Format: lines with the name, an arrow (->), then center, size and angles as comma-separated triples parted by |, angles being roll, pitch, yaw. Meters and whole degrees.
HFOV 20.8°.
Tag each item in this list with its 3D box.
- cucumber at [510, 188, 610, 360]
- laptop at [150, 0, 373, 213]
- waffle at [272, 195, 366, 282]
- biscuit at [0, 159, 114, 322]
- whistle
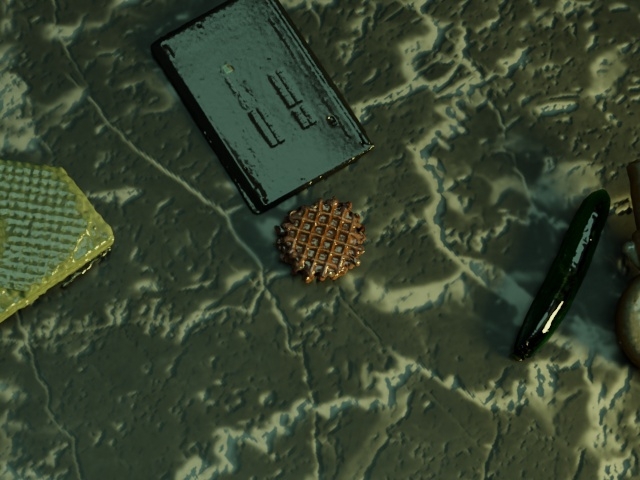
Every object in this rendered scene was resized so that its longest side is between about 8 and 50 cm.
cucumber -> 0.226, 0.033, 1.607 | 0.036, 0.033, 0.184 | 34, 71, -20
laptop -> -0.056, -0.135, 1.623 | 0.135, 0.016, 0.197 | -31, 80, -15
waffle -> 0.000, 0.000, 1.582 | 0.083, 0.029, 0.075 | -20, 74, -11
biscuit -> -0.319, 0.014, 1.514 | 0.252, 0.052, 0.150 | -35, 80, -18
whistle -> 0.318, 0.033, 1.592 | 0.107, 0.057, 0.220 | -8, 84, 0
